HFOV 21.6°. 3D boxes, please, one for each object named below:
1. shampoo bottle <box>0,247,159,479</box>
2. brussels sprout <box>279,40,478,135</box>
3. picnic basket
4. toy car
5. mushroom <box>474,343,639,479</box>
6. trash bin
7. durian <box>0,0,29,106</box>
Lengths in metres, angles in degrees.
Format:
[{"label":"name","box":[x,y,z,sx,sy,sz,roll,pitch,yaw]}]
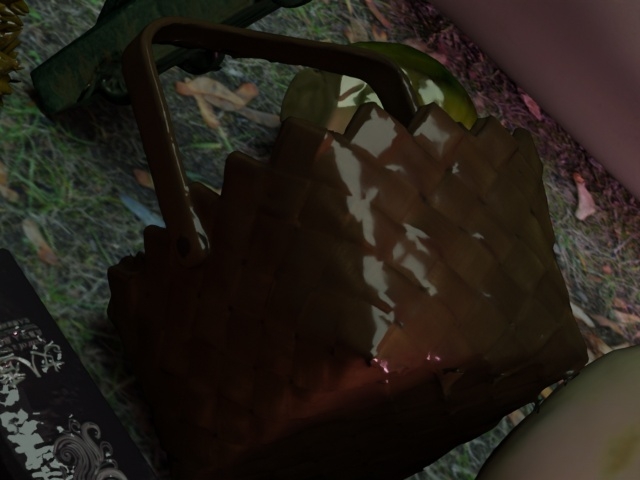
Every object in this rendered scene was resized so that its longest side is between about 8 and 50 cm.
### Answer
[{"label":"shampoo bottle","box":[-0.163,0.147,1.047,0.098,0.071,0.309,-13,62,-51]},{"label":"brussels sprout","box":[0.052,-0.097,1.449,0.181,0.144,0.161,30,70,-33]},{"label":"picnic basket","box":[0.000,0.000,1.161,0.254,0.291,0.321,2,62,-39]},{"label":"toy car","box":[-0.081,-0.189,1.275,0.141,0.321,0.097,-31,95,-53]},{"label":"mushroom","box":[0.276,0.235,1.094,0.353,0.325,0.353,32,31,-22]},{"label":"trash bin","box":[0.301,-0.246,1.721,0.432,0.280,0.280,47,36,5]},{"label":"durian","box":[-0.314,-0.197,1.239,0.250,0.138,0.183,31,27,-22]}]
